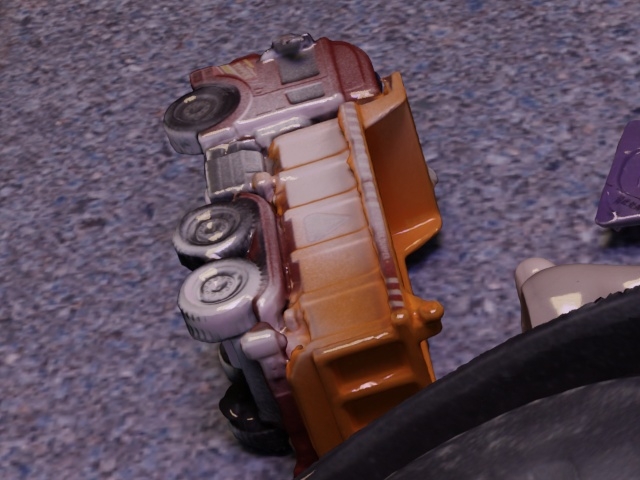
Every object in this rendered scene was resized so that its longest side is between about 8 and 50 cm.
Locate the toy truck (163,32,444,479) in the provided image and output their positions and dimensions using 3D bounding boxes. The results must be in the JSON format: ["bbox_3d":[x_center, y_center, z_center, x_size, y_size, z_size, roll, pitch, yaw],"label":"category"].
[{"bbox_3d":[0.000,0.000,0.809,0.135,0.114,0.270,-16,37,3],"label":"toy truck"}]

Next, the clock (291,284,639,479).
[{"bbox_3d":[0.046,0.152,0.486,0.386,0.076,0.386,-34,14,10],"label":"clock"}]

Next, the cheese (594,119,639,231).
[{"bbox_3d":[0.242,-0.031,0.830,0.191,0.042,0.105,0,37,22],"label":"cheese"}]

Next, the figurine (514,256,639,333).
[{"bbox_3d":[0.169,0.046,0.745,0.146,0.081,0.098,-8,80,1],"label":"figurine"}]
